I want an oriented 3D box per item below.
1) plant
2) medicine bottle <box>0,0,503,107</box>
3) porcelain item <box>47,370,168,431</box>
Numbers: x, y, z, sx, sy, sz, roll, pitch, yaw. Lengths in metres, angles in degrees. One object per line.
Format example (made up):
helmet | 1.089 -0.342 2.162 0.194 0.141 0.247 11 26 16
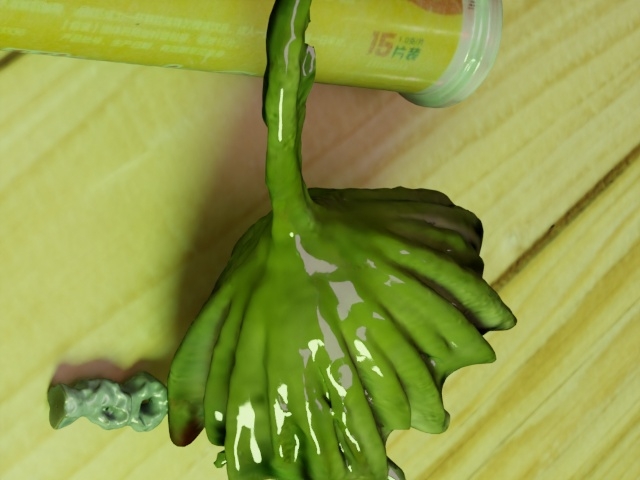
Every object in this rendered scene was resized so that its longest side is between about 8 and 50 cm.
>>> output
plant | -0.029 -0.011 0.769 0.251 0.180 0.333 -55 135 -27
medicine bottle | -0.083 -0.142 0.760 0.426 0.108 0.108 0 99 -39
porcelain item | -0.125 0.100 0.830 0.083 0.028 0.036 2 96 -40
